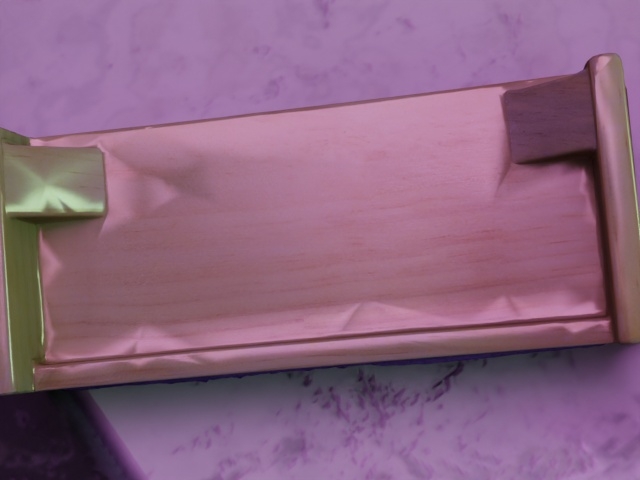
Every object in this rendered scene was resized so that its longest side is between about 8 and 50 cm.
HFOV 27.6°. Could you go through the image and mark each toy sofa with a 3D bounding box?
[{"bbox_3d":[0.000,0.000,0.746,0.362,0.177,0.150,-6,86,7],"label":"toy sofa"}]
